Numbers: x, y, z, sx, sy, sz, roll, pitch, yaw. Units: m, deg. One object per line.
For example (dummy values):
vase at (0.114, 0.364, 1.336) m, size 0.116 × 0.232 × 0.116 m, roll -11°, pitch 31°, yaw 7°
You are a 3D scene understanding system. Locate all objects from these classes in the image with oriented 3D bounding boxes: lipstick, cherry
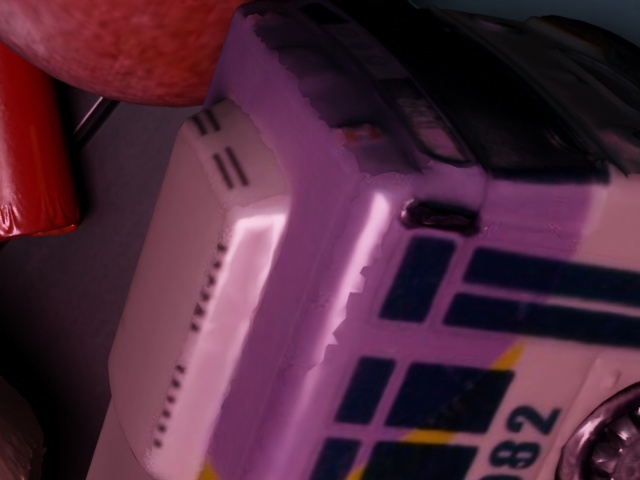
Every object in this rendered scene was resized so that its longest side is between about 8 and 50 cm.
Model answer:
lipstick at (-0.209, -0.138, 0.810) m, size 0.073 × 0.073 × 0.279 m, roll -7°, pitch 96°, yaw 17°
cherry at (-0.096, -0.201, 0.671) m, size 0.261 × 0.221 × 0.307 m, roll 33°, pitch 151°, yaw 12°

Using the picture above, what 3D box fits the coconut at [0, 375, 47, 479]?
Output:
coconut at (-0.290, 0.163, 0.799) m, size 0.245 × 0.245 × 0.247 m, roll 28°, pitch 112°, yaw 10°

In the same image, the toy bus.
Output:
toy bus at (0.014, 0.102, 0.640) m, size 0.249 × 0.209 × 0.440 m, roll 8°, pitch 117°, yaw -26°
